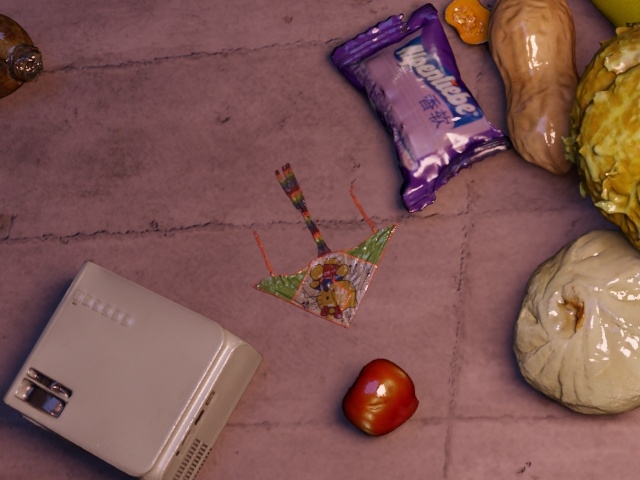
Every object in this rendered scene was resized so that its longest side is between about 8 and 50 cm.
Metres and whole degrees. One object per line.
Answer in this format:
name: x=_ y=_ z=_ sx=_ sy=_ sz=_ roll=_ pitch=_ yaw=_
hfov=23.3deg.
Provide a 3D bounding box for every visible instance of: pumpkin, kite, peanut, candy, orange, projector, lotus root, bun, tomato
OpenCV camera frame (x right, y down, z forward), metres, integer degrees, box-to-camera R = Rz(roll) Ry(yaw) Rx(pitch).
pumpkin: x=0.186 y=-0.261 z=1.872 sx=0.050 sy=0.028 sz=0.083 roll=-37 pitch=57 yaw=4
kite: x=0.000 y=0.000 z=1.845 sx=0.198 sy=0.006 sz=0.244 roll=-27 pitch=58 yaw=11
peanut: x=0.247 y=-0.189 z=1.765 sx=0.101 sy=0.117 sz=0.263 roll=-25 pitch=59 yaw=36
candy: x=0.117 y=-0.163 z=1.834 sx=0.145 sy=0.070 sz=0.275 roll=-27 pitch=54 yaw=3
orange: x=0.386 y=-0.077 z=1.531 sx=0.301 sy=0.300 sz=0.223 roll=49 pitch=126 yaw=23
projector: x=-0.219 y=0.164 z=1.808 sx=0.250 sy=0.108 sz=0.198 roll=23 pitch=77 yaw=29
lotus root: x=-0.457 y=-0.251 z=2.106 sx=0.209 sy=0.120 sz=0.120 roll=14 pitch=73 yaw=28
bun: x=0.285 y=0.078 z=1.600 sx=0.195 sy=0.118 sz=0.195 roll=-17 pitch=59 yaw=32
tomato: x=0.066 y=0.174 z=1.691 sx=0.075 sy=0.087 sz=0.087 roll=37 pitch=84 yaw=5

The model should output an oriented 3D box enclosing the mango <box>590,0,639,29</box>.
mango: x=0.384 y=-0.295 z=1.740 sx=0.175 sy=0.143 sz=0.293 roll=-22 pitch=69 yaw=15
